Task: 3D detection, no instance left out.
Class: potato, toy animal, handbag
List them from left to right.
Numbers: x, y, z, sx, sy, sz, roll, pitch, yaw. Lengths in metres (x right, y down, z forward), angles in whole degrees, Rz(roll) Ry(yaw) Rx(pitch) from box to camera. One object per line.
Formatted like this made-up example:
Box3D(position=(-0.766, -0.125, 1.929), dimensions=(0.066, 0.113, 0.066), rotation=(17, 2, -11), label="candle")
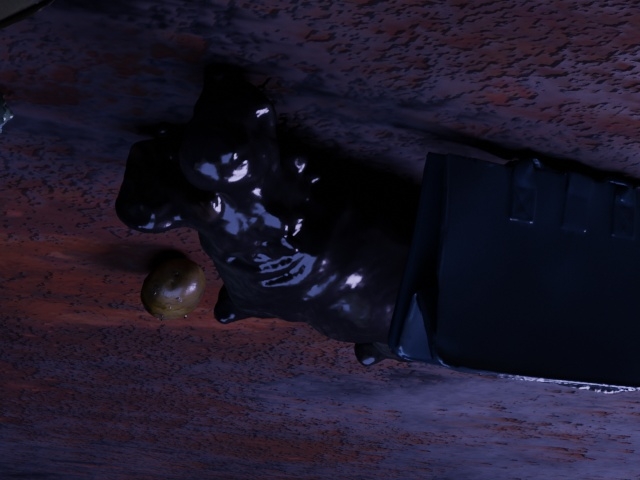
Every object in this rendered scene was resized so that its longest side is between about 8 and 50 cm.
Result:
Box3D(position=(-0.119, 0.038, 1.210), dimensions=(0.051, 0.040, 0.083), rotation=(-16, 162, -21), label="potato")
Box3D(position=(-0.016, 0.001, 0.999), dimensions=(0.168, 0.106, 0.343), rotation=(-11, 154, 35), label="toy animal")
Box3D(position=(0.158, 0.024, 0.988), dimensions=(0.221, 0.144, 0.057), rotation=(10, 176, -27), label="handbag")

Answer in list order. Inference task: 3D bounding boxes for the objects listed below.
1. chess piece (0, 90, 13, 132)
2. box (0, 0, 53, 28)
Box3D(position=(-0.225, -0.080, 0.880), dimensions=(0.093, 0.042, 0.042), rotation=(4, 162, -28), label="chess piece")
Box3D(position=(-0.143, -0.138, 0.617), dimensions=(0.177, 0.111, 0.111), rotation=(-16, 155, 33), label="box")
